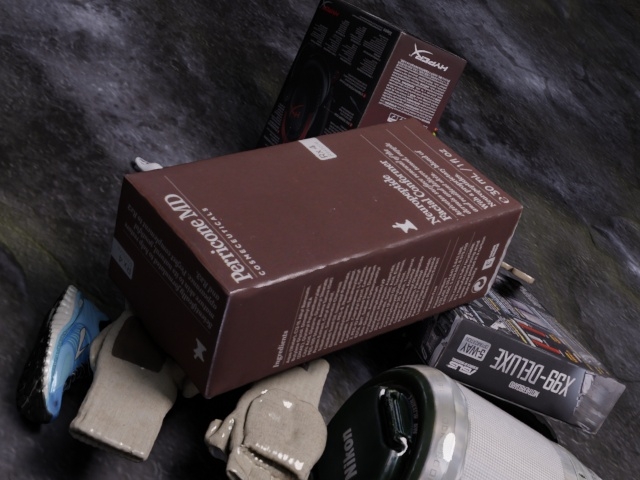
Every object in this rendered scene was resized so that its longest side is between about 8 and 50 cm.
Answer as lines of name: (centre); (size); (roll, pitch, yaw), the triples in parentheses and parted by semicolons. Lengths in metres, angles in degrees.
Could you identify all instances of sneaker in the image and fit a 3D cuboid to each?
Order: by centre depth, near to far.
sneaker: (-0.236, 0.111, 0.991); (0.073, 0.063, 0.162); (30, 35, -18)
sneaker: (0.201, 0.184, 1.289); (0.235, 0.084, 0.097); (37, 33, -2)

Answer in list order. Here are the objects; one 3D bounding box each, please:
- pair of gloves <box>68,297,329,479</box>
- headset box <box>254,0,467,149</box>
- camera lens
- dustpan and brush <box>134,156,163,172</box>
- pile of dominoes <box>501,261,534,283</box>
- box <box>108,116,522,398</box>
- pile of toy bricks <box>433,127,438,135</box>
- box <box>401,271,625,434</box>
pair of gloves: (-0.109, 0.152, 0.985); (0.240, 0.042, 0.204); (21, 35, -12)
headset box: (0.029, -0.140, 1.315); (0.110, 0.293, 0.218); (17, 15, -32)
camera lens: (0.133, 0.265, 0.999); (0.274, 0.219, 0.219); (33, 34, -21)
dustpan and brush: (-0.138, -0.043, 1.275); (0.211, 0.060, 0.147); (45, 27, -2)
pile of dominoes: (0.186, 0.018, 1.374); (0.196, 0.040, 0.251); (30, 3, 10)
box: (0.000, 0.000, 1.057); (0.381, 0.143, 0.191); (-18, 48, -36)
pile of toy bricks: (0.131, -0.135, 1.549); (0.212, 0.105, 0.118); (30, 20, -14)
box: (0.201, 0.100, 1.296); (0.242, 0.076, 0.307); (23, 14, -23)
